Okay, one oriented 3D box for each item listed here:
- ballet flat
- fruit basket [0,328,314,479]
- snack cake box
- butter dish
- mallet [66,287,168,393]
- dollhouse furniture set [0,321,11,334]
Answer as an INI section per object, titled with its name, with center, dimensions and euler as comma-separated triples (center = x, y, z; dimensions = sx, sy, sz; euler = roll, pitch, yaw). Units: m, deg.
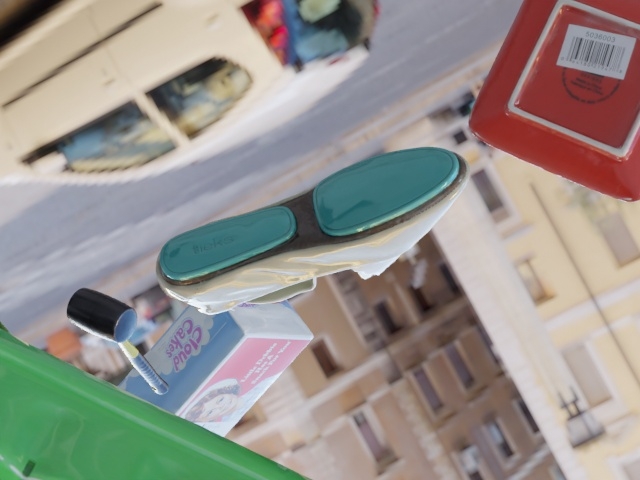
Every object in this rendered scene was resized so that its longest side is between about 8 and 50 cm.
[ballet flat]
center = 0.000, 0.000, 1.056
dimensions = 0.249, 0.086, 0.086
euler = -17, -179, 12
[fruit basket]
center = -0.104, 0.156, 0.684
dimensions = 0.165, 0.327, 0.353
euler = -64, -173, -6
[snack cake box]
center = -0.151, 0.175, 1.739
dimensions = 0.264, 0.089, 0.152
euler = -48, 152, 19
[butter dish]
center = 0.226, -0.117, 1.150
dimensions = 0.159, 0.160, 0.118
euler = -64, 159, -2
[mallet]
center = -0.194, 0.102, 1.375
dimensions = 0.039, 0.062, 0.189
euler = -59, 160, -20
[dollhouse furniture set]
center = -0.355, 0.124, 1.306
dimensions = 0.152, 0.058, 0.076
euler = -41, 137, -13
